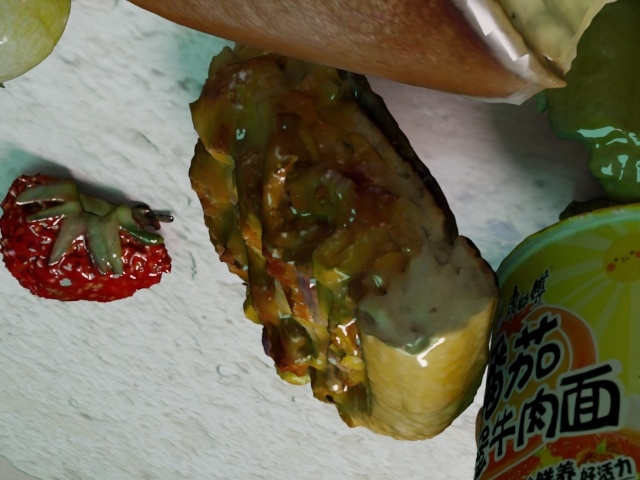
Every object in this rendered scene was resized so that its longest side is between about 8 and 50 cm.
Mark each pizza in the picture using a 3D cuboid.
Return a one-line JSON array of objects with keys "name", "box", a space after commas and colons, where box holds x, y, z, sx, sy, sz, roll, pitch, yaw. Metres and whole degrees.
[{"name": "pizza", "box": [0.000, 0.000, 0.708, 0.409, 0.114, 0.278, 25, 135, 68]}]

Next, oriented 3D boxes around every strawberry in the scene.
[{"name": "strawberry", "box": [-0.227, 0.027, 1.018, 0.167, 0.087, 0.208, 23, 149, -4]}]

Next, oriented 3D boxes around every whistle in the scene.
[{"name": "whistle", "box": [-0.233, -0.165, 0.751, 0.123, 0.123, 0.223, 34, 167, -18]}]

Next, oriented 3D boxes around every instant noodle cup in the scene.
[{"name": "instant noodle cup", "box": [0.194, 0.133, 0.592, 0.264, 0.200, 0.264, 16, 146, 11]}]

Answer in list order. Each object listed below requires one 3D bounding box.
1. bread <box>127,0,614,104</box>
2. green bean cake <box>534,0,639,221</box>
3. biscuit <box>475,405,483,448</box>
[{"name": "bread", "box": [-0.061, -0.221, 0.408, 0.333, 0.143, 0.323, 26, 160, 50]}, {"name": "green bean cake", "box": [0.236, -0.019, 0.645, 0.233, 0.124, 0.236, 8, 145, 21]}, {"name": "biscuit", "box": [0.240, 0.172, 0.871, 0.309, 0.040, 0.204, 8, -172, -32]}]
